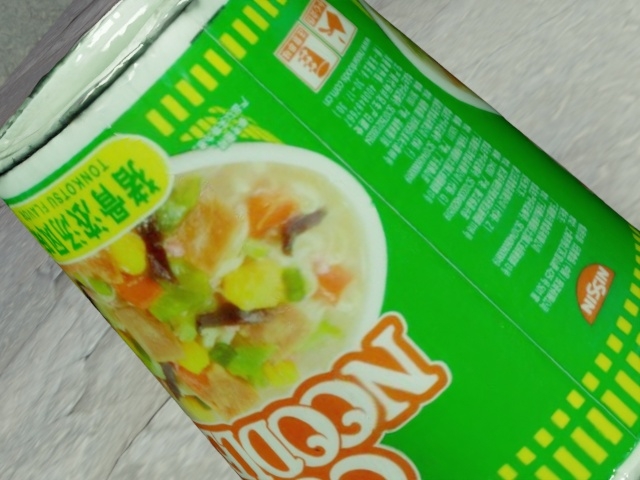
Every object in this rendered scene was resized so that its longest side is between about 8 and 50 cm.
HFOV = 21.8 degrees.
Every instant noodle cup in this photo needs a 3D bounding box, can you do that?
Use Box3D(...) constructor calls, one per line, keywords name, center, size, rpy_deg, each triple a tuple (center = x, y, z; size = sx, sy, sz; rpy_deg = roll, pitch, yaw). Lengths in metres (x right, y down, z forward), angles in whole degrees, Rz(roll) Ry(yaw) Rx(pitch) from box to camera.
Box3D(name="instant noodle cup", center=(0.000, 0.000, 0.648), size=(0.207, 0.233, 0.207), rpy_deg=(-41, 17, 16))
